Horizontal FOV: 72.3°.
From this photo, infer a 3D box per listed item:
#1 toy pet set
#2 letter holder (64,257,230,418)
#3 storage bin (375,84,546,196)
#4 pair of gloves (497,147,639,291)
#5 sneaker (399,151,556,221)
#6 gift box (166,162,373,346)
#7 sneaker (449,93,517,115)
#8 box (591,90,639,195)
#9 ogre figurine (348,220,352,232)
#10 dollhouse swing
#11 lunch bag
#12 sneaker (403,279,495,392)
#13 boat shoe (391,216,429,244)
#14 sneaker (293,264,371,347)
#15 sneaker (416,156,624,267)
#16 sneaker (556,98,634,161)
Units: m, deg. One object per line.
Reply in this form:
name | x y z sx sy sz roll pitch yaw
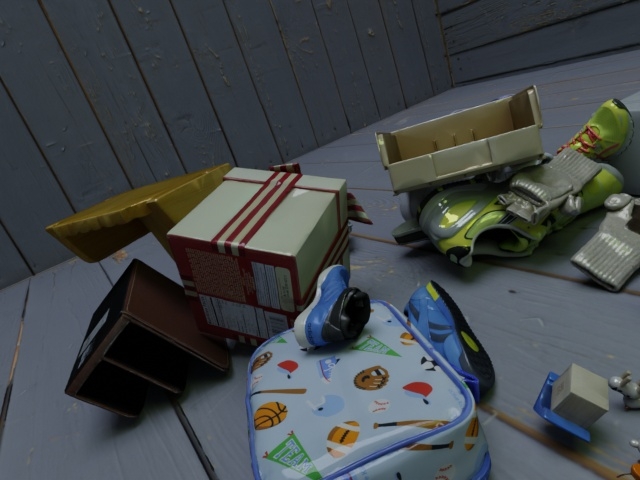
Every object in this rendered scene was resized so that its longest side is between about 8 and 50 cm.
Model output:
toy pet set | 0.271 0.179 0.413 0.114 0.065 0.122 26 41 15
letter holder | -0.305 0.186 0.821 0.152 0.214 0.302 -54 24 0
storage bin | 0.258 -0.185 0.833 0.262 0.123 0.260 -13 9 18
pair of gloves | 0.424 -0.054 0.691 0.204 0.042 0.240 -27 55 -18
sneaker | 0.366 -0.134 0.998 0.365 0.137 0.210 -25 18 -22
gift box | -0.063 0.031 0.777 0.276 0.255 0.258 12 39 15
sneaker | 0.595 -0.402 1.542 0.322 0.130 0.236 -6 33 22
box | 0.737 -0.223 0.836 0.345 0.168 0.215 -25 20 -17
ogre figurine | 0.000 0.000 1.064 0.197 0.097 0.118 -14 6 -17
dollhouse swing | -0.325 0.027 0.980 0.346 0.305 0.315 -8 22 29
lunch bag | 0.041 0.187 0.504 0.243 0.115 0.303 -19 19 -6
sneaker | 0.165 0.139 0.599 0.082 0.069 0.209 -45 22 15
boat shoe | 0.263 -0.029 0.921 0.227 0.069 0.081 -19 18 0
sneaker | 0.032 0.077 0.564 0.084 0.058 0.152 -12 20 28
sneaker | 0.378 -0.042 0.806 0.384 0.145 0.147 -15 54 -3
sneaker | 0.502 -0.172 0.831 0.094 0.208 0.081 -14 56 -6
